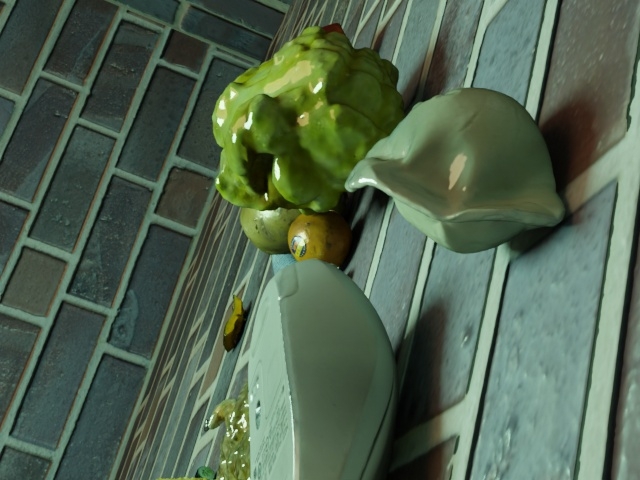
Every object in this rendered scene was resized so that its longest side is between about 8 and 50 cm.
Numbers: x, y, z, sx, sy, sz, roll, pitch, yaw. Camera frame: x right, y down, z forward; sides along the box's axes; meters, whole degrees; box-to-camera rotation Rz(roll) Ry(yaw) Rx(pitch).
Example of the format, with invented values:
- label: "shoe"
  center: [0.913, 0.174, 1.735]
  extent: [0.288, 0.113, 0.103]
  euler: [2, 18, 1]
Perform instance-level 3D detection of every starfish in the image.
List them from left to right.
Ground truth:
- label: "starfish"
  center: [-0.061, 0.195, 1.272]
  extent: [0.432, 0.082, 0.324]
  euler: [-100, 31, -69]

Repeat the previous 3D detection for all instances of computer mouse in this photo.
- label: "computer mouse"
  center: [0.007, 0.155, 0.932]
  extent: [0.297, 0.121, 0.184]
  euler: [-101, 25, -48]

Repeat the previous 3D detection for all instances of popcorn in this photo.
- label: "popcorn"
  center: [-0.009, -0.143, 1.320]
  extent: [0.256, 0.195, 0.255]
  euler: [18, 58, 42]

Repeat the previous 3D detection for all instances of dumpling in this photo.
- label: "dumpling"
  center: [0.092, -0.052, 0.834]
  extent: [0.229, 0.151, 0.124]
  euler: [-107, 13, -73]

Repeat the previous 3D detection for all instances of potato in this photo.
- label: "potato"
  center: [-0.036, -0.042, 1.482]
  extent: [0.176, 0.137, 0.137]
  euler: [120, 168, -57]

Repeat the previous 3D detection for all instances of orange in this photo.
- label: "orange"
  center: [0.001, 0.000, 1.380]
  extent: [0.083, 0.084, 0.083]
  euler: [-158, 90, -80]

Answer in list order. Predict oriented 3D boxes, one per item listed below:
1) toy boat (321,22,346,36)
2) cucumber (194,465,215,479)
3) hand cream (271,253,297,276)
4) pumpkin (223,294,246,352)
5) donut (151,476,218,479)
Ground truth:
- label: "toy boat"
  center: [-0.027, -0.192, 1.715]
  extent: [0.133, 0.145, 0.331]
  euler: [-30, 42, 64]
- label: "cucumber"
  center: [-0.200, 0.409, 1.713]
  extent: [0.032, 0.032, 0.133]
  euler: [-88, 21, -62]
- label: "hand cream"
  center: [-0.035, 0.061, 1.518]
  extent: [0.091, 0.058, 0.271]
  euler: [-60, 19, 24]
- label: "pumpkin"
  center: [-0.155, 0.153, 2.011]
  extent: [0.073, 0.035, 0.101]
  euler: [106, 175, -56]
- label: "donut"
  center: [-0.232, 0.422, 1.573]
  extent: [0.295, 0.112, 0.151]
  euler: [139, 146, -58]
